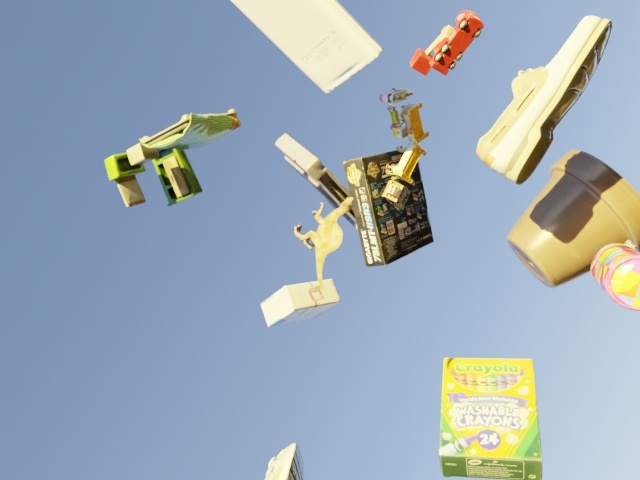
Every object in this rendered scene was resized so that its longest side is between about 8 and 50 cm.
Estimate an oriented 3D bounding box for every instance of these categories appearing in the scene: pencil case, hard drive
[{"bbox_3d":[0.548,0.059,1.141,0.236,0.105,0.104,-18,-58,-70],"label":"pencil case"},{"bbox_3d":[-0.042,-0.470,1.361,0.319,0.210,0.040,42,-117,-17],"label":"hard drive"}]

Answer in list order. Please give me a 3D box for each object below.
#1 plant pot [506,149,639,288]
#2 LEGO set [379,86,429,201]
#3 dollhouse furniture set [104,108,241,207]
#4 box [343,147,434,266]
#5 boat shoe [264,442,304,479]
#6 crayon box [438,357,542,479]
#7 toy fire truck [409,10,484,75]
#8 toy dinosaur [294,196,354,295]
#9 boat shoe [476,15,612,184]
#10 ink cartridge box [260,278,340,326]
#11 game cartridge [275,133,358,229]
[{"bbox_3d":[0.531,-0.025,1.364,0.229,0.263,0.263,-40,-45,5],"label":"plant pot"},{"bbox_3d":[0.194,-0.249,1.644,0.132,0.107,0.286,-14,-66,-36],"label":"LEGO set"},{"bbox_3d":[-0.329,-0.184,1.520,0.198,0.302,0.151,-27,-83,-58],"label":"dollhouse furniture set"},{"bbox_3d":[0.199,-0.102,1.788,0.296,0.073,0.293,-21,-81,-51],"label":"box"},{"bbox_3d":[-0.117,0.620,1.550,0.320,0.103,0.118,-65,-33,-57],"label":"boat shoe"},{"bbox_3d":[0.374,0.368,1.423,0.322,0.203,0.083,-72,-25,-52],"label":"crayon box"},{"bbox_3d":[0.287,-0.449,1.464,0.047,0.135,0.192,24,-55,-21],"label":"toy fire truck"},{"bbox_3d":[0.000,0.000,1.147,0.053,0.093,0.183,11,-81,-52],"label":"toy dinosaur"},{"bbox_3d":[0.375,-0.250,1.093,0.113,0.103,0.302,8,-64,-59],"label":"boat shoe"},{"bbox_3d":[-0.037,0.118,1.216,0.123,0.088,0.052,-4,-114,-43],"label":"ink cartridge box"},{"bbox_3d":[0.028,-0.143,1.811,0.068,0.230,0.355,-48,-53,-2],"label":"game cartridge"}]
